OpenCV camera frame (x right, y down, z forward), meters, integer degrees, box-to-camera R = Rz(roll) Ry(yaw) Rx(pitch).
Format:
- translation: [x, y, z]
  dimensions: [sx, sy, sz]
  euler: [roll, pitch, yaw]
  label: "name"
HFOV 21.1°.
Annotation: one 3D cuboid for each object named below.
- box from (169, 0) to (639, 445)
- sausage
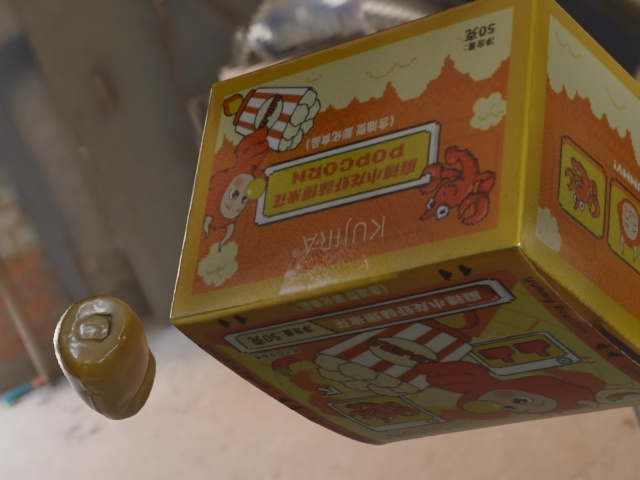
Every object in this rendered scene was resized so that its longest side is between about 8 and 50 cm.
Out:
- translation: [0.092, 0.002, 1.211]
  dimensions: [0.283, 0.259, 0.214]
  euler: [-14, 58, 35]
  label: "box"
- translation: [-0.297, 0.175, 2.436]
  dimensions: [0.116, 0.134, 0.354]
  euler: [10, -19, 5]
  label: "sausage"
